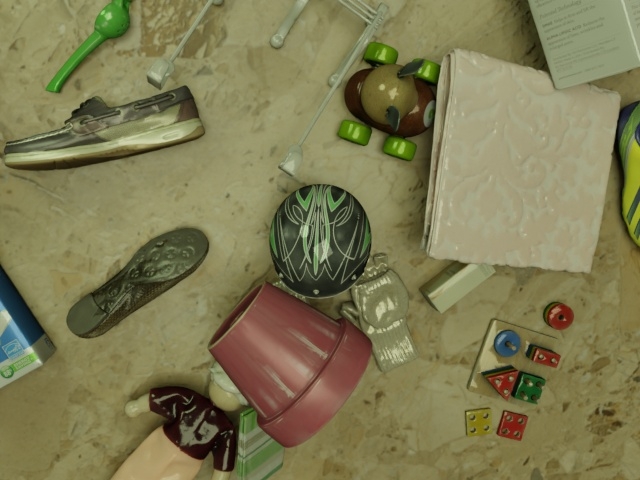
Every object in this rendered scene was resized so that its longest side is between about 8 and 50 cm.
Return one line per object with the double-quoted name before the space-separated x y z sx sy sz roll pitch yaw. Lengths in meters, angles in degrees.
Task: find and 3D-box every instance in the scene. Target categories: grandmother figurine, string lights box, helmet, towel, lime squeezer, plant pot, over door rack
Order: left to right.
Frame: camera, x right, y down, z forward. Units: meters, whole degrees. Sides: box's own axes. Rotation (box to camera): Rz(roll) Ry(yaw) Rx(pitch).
"string lights box" -0.529 0.098 0.986 0.133 0.077 0.260 -30 100 -2
"lime squeezer" -0.327 -0.366 0.973 0.109 0.059 0.311 12 98 21
"grandmother figurine" -0.219 0.316 1.052 0.208 0.104 0.342 43 88 -10
"towel" -0.095 0.322 1.062 0.023 0.113 0.152 16 110 31
"over door rack" -0.074 -0.279 0.969 0.239 0.108 0.324 32 72 -11
"plant pot" -0.055 0.164 0.962 0.180 0.201 0.201 42 90 -8
"helmet" 0.000 0.000 0.991 0.169 0.161 0.170 0 88 5
"towel" 0.318 -0.113 1.050 0.331 0.053 0.317 7 93 -24

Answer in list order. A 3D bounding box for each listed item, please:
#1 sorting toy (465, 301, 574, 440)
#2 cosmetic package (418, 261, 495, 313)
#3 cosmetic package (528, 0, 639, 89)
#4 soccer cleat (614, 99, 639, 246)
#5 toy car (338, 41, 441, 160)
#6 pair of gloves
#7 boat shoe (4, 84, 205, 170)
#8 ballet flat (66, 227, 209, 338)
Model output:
"sorting toy" 0.336 0.227 1.140 0.132 0.046 0.275 18 95 -10
"cosmetic package" 0.225 0.066 1.096 0.115 0.060 0.041 -38 100 -3
"cosmetic package" 0.410 -0.445 0.973 0.217 0.156 0.385 -25 99 -28
"soccer cleat" 0.556 -0.089 1.089 0.093 0.121 0.289 -18 100 -6
"toy car" 0.116 -0.208 0.976 0.148 0.188 0.155 18 95 -8
"pair of gloves" 0.036 0.139 1.089 0.240 0.042 0.204 -15 99 -7
"boat shoe" -0.317 -0.165 0.972 0.285 0.103 0.092 -13 94 -10
"ballet flat" -0.278 0.069 1.033 0.250 0.058 0.084 -38 66 -7
